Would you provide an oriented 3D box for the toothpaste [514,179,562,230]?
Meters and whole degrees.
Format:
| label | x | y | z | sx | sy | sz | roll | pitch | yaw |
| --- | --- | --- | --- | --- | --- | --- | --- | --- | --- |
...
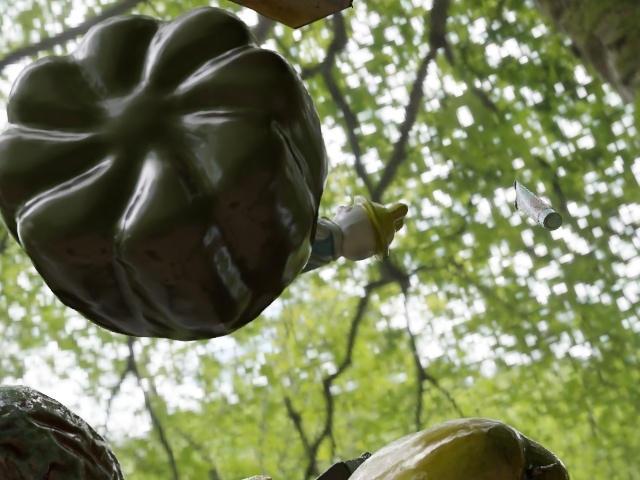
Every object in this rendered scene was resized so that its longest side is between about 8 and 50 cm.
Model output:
| label | x | y | z | sx | sy | sz | roll | pitch | yaw |
| --- | --- | --- | --- | --- | --- | --- | --- | --- | --- |
| toothpaste | 0.376 | -0.059 | 1.955 | 0.036 | 0.205 | 0.056 | -5 | -74 | -6 |

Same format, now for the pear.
| label | x | y | z | sx | sy | sz | roll | pitch | yaw |
| --- | --- | --- | --- | --- | --- | --- | --- | --- | --- |
| pear | 0.154 | 0.356 | 1.338 | 0.285 | 0.285 | 0.336 | -9 | -27 | -13 |

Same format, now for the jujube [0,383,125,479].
| label | x | y | z | sx | sy | sz | roll | pitch | yaw |
| --- | --- | --- | --- | --- | --- | --- | --- | --- | --- |
| jujube | -0.435 | 0.354 | 1.654 | 0.215 | 0.246 | 0.308 | -13 | -40 | 37 |

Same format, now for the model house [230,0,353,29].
| label | x | y | z | sx | sy | sz | roll | pitch | yaw |
| --- | --- | --- | --- | --- | --- | --- | --- | --- | --- |
| model house | -0.045 | -0.365 | 1.213 | 0.219 | 0.136 | 0.207 | 18 | -56 | -5 |

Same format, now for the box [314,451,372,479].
| label | x | y | z | sx | sy | sz | roll | pitch | yaw |
| --- | --- | --- | --- | --- | --- | --- | --- | --- | --- |
| box | 0.090 | 0.610 | 2.357 | 0.184 | 0.273 | 0.143 | -45 | -24 | 20 |

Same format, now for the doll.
| label | x | y | z | sx | sy | sz | roll | pitch | yaw |
| --- | --- | --- | --- | --- | --- | --- | --- | --- | --- |
| doll | 0.000 | -0.001 | 1.436 | 0.241 | 0.099 | 0.135 | -14 | -54 | -11 |

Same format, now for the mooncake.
| label | x | y | z | sx | sy | sz | roll | pitch | yaw |
| --- | --- | --- | --- | --- | --- | --- | --- | --- | --- |
| mooncake | -0.180 | -0.086 | 1.237 | 0.378 | 0.378 | 0.201 | -18 | -30 | 2 |

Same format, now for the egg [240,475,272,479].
| label | x | y | z | sx | sy | sz | roll | pitch | yaw |
| --- | --- | --- | --- | --- | --- | --- | --- | --- | --- |
| egg | -0.117 | 0.455 | 1.585 | 0.244 | 0.201 | 0.201 | -27 | -28 | -13 |
